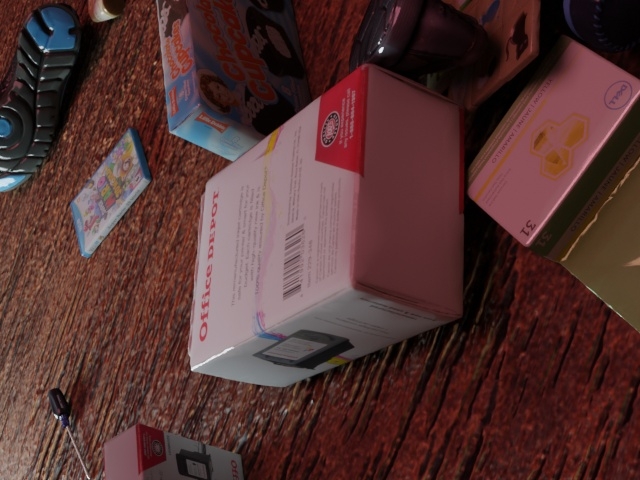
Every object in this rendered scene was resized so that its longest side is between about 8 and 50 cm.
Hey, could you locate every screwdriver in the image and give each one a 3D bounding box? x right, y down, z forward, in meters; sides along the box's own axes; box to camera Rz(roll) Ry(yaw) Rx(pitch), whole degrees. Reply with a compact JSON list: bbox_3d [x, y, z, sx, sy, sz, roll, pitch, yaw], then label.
[{"bbox_3d":[-0.338,0.259,1.458,0.024,0.025,0.170,-54,40,16],"label":"screwdriver"}]

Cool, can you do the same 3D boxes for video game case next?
[{"bbox_3d":[-0.310,-0.071,1.595,0.166,0.015,0.119,-47,43,23],"label":"video game case"}]

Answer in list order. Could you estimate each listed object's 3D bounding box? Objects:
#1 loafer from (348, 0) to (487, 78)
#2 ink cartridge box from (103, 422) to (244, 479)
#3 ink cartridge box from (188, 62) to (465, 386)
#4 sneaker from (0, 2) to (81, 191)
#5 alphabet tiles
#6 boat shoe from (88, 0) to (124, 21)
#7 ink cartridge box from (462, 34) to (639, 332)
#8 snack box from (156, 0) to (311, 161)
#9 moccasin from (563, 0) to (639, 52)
[{"bbox_3d":[0.090,-0.197,1.086,0.302,0.095,0.109,-113,42,-81],"label":"loafer"},{"bbox_3d":[-0.148,0.266,1.133,0.063,0.150,0.109,-35,48,29],"label":"ink cartridge box"},{"bbox_3d":[0.000,0.000,1.071,0.306,0.131,0.226,-31,50,52],"label":"ink cartridge box"},{"bbox_3d":[-0.482,-0.238,1.824,0.341,0.125,0.139,-60,12,12],"label":"sneaker"},{"bbox_3d":[0.172,-0.292,1.055,0.285,0.011,0.342,138,141,-64],"label":"alphabet tiles"},{"bbox_3d":[-0.359,-0.437,1.793,0.059,0.063,0.170,-19,59,36],"label":"boat shoe"},{"bbox_3d":[0.238,-0.053,0.920,0.171,0.056,0.235,-56,38,13],"label":"ink cartridge box"},{"bbox_3d":[-0.102,-0.227,1.292,0.060,0.187,0.322,-37,48,32],"label":"snack box"},{"bbox_3d":[0.329,-0.296,0.868,0.342,0.137,0.117,-57,44,14],"label":"moccasin"}]
